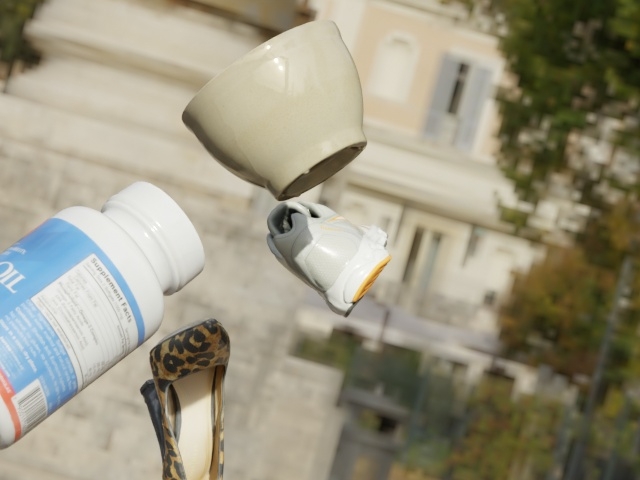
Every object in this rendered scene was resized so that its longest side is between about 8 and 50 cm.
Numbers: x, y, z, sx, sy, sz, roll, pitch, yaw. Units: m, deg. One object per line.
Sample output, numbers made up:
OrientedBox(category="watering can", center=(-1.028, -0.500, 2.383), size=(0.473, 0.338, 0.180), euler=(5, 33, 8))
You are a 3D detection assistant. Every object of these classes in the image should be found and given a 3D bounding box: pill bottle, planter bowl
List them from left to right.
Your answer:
OrientedBox(category="pill bottle", center=(-0.200, 0.051, 1.510), size=(0.124, 0.221, 0.124), euler=(36, -32, 27))
OrientedBox(category="planter bowl", center=(-0.026, -0.103, 1.722), size=(0.109, 0.162, 0.162), euler=(58, 5, 8))

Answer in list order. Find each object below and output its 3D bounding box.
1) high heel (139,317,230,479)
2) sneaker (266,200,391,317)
OrientedBox(category="high heel", center=(-0.125, 0.200, 2.143), size=(0.093, 0.186, 0.261), euler=(-13, -21, -24))
OrientedBox(category="sneaker", center=(0.000, 0.000, 2.014), size=(0.121, 0.099, 0.262), euler=(38, -1, -5))
